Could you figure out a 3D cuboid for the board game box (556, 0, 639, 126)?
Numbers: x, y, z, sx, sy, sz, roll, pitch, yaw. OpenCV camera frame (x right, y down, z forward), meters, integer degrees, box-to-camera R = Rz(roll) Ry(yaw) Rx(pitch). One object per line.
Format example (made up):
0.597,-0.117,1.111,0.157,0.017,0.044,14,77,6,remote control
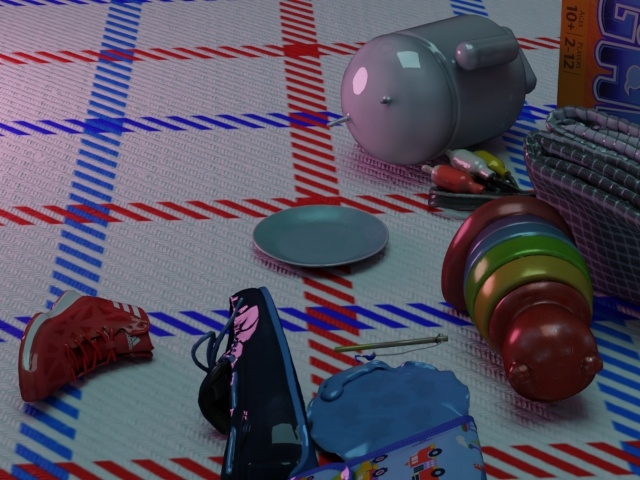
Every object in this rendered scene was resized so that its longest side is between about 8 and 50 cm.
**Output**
0.591,-0.289,2.415,0.356,0.356,0.356,16,31,32,board game box

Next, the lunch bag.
0.024,0.305,1.531,0.293,0.138,0.221,-12,27,5,lunch bag

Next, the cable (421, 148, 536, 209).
0.260,-0.073,2.286,0.139,0.072,0.287,-21,24,-35,cable

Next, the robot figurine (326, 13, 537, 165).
0.172,-0.229,2.468,0.353,0.300,0.200,-20,77,-41,robot figurine

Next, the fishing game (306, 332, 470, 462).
0.075,0.197,1.812,0.189,0.041,0.264,-9,32,0,fishing game

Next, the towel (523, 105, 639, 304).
0.391,-0.021,2.015,0.121,0.235,0.283,-43,45,-18,towel

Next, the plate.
0.000,0.000,2.225,0.188,0.024,0.188,-1,27,0,plate

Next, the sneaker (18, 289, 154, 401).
-0.269,0.121,1.921,0.128,0.087,0.221,3,28,10,sneaker

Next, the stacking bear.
0.251,0.084,1.915,0.175,0.164,0.289,-3,31,-4,stacking bear

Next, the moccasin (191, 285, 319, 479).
-0.084,0.158,1.786,0.116,0.138,0.342,-16,27,-1,moccasin
